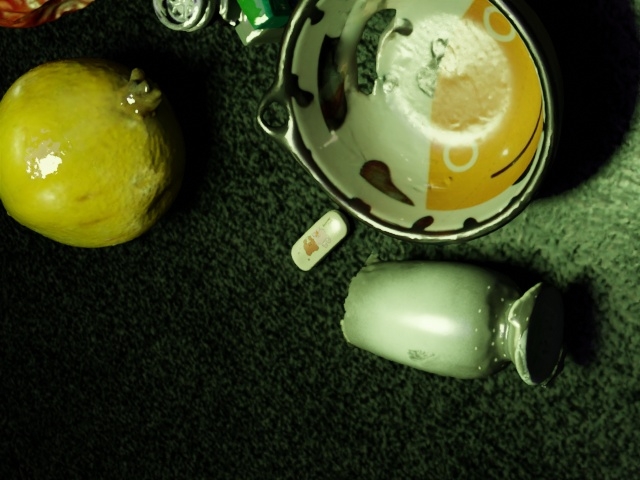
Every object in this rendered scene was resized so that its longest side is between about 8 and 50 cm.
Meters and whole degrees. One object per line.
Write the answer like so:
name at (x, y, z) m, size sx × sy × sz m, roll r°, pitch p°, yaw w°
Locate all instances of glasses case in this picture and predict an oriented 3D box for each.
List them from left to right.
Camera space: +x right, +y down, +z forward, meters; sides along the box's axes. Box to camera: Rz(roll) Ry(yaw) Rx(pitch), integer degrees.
glasses case at (0.000, 0.000, 1.504) m, size 0.083 × 0.021 × 0.032 m, roll -44°, pitch 75°, yaw 36°

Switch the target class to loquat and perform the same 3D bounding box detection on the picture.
loquat at (-0.239, -0.105, 1.538) m, size 0.246 × 0.213 × 0.213 m, roll -37°, pitch 81°, yaw 40°

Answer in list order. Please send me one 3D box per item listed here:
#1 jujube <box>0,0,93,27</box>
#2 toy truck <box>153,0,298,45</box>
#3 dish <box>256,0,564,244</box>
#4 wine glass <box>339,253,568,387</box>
jujube at (-0.309, -0.353, 1.509) m, size 0.213 × 0.213 × 0.232 m, roll -29°, pitch 85°, yaw 38°
toy truck at (-0.100, -0.346, 1.393) m, size 0.178 × 0.176 × 0.363 m, roll -36°, pitch 82°, yaw 29°
dish at (0.101, -0.143, 1.311) m, size 0.303 × 0.120 × 0.303 m, roll 14°, pitch 119°, yaw 26°
wine glass at (0.127, 0.075, 1.375) m, size 0.204 × 0.111 × 0.111 m, roll 10°, pitch 109°, yaw 32°
